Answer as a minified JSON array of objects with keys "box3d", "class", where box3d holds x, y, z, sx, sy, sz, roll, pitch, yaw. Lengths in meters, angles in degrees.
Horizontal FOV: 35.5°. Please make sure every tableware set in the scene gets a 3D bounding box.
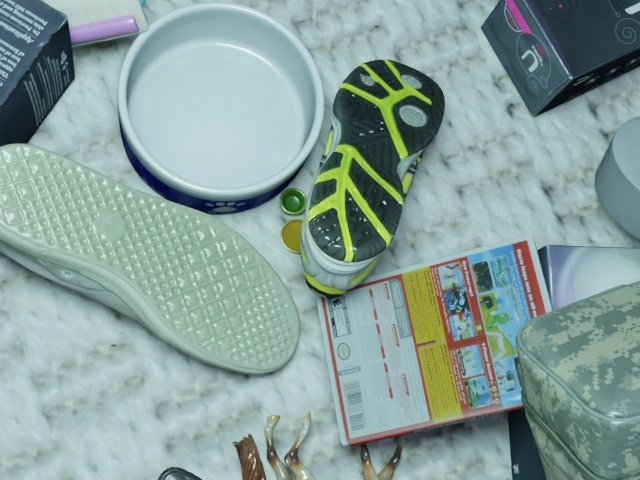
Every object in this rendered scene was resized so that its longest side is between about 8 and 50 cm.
[{"box3d":[0.000,0.000,1.339,0.104,0.024,0.154,-7,77,-12],"class":"tableware set"}]

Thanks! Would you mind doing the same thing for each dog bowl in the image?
[{"box3d":[-0.132,-0.171,1.315,0.265,0.104,0.264,3,75,-10],"class":"dog bowl"}]

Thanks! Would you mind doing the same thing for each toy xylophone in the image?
[{"box3d":[-0.320,-0.403,1.312,0.236,0.081,0.322,-2,63,11],"class":"toy xylophone"}]

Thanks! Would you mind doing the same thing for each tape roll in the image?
[{"box3d":[0.496,-0.079,1.381,0.219,0.072,0.219,6,45,-6],"class":"tape roll"}]

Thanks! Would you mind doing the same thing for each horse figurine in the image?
[{"box3d":[0.015,0.303,1.242,0.263,0.066,0.174,6,69,-12],"class":"horse figurine"}]

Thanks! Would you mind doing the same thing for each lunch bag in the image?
[{"box3d":[0.385,0.194,1.080,0.305,0.212,0.256,-19,121,-13],"class":"lunch bag"}]

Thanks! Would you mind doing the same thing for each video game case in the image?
[{"box3d":[0.145,0.124,1.227,0.285,0.025,0.204,-16,68,14],"class":"video game case"}]

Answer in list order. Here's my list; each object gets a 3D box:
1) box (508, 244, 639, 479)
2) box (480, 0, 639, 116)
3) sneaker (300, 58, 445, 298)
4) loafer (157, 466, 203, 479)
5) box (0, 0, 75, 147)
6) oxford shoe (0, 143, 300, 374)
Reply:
[{"box3d":[0.405,0.169,1.293,0.294,0.183,0.296,1,75,-10],"class":"box"},{"box3d":[0.398,-0.321,1.438,0.270,0.143,0.165,-27,82,-16],"class":"box"},{"box3d":[0.052,-0.093,1.301,0.145,0.147,0.384,27,50,1],"class":"sneaker"},{"box3d":[-0.131,0.339,1.204,0.170,0.061,0.062,45,73,3],"class":"loafer"},{"box3d":[-0.530,-0.201,1.206,0.343,0.179,0.312,31,71,-2],"class":"box"},{"box3d":[-0.224,0.028,1.242,0.449,0.130,0.169,29,65,-18],"class":"oxford shoe"}]
